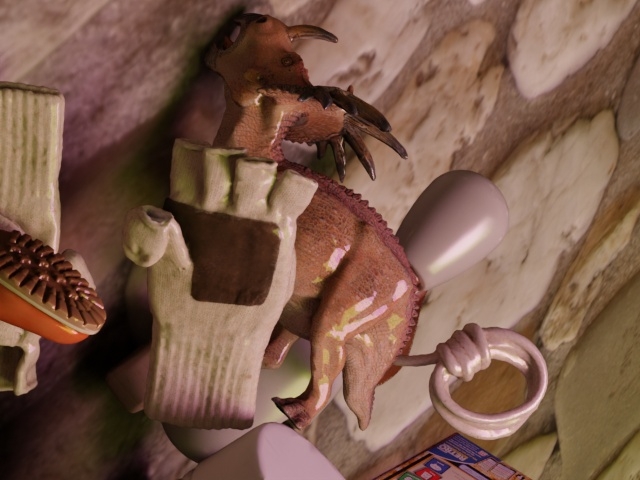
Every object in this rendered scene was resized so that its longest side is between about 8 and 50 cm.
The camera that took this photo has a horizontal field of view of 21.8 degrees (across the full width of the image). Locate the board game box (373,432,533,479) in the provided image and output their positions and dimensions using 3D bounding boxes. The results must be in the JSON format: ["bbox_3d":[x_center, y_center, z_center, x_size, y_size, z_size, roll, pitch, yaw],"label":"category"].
[{"bbox_3d":[0.143,0.282,1.736,0.193,0.146,0.045,-19,131,-49],"label":"board game box"}]

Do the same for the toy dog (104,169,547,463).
[{"bbox_3d":[-0.007,0.077,1.298,0.333,0.161,0.220,-17,94,-13],"label":"toy dog"}]

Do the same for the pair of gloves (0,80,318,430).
[{"bbox_3d":[-0.135,0.018,1.023,0.042,0.240,0.204,-95,-160,-66],"label":"pair of gloves"}]

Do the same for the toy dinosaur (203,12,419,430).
[{"bbox_3d":[0.000,0.000,1.146,0.200,0.127,0.296,-40,107,-12],"label":"toy dinosaur"}]

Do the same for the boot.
[{"bbox_3d":[-0.206,0.033,0.980,0.085,0.158,0.059,-65,177,19],"label":"boot"}]

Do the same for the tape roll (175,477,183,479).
[{"bbox_3d":[-0.082,0.302,1.329,0.072,0.219,0.219,-33,141,-40],"label":"tape roll"}]

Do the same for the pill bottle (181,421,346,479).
[{"bbox_3d":[-0.140,0.301,1.087,0.392,0.224,0.224,-35,153,12],"label":"pill bottle"}]
